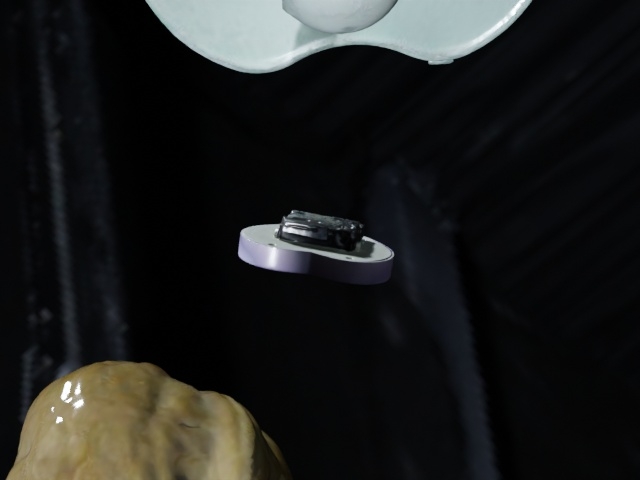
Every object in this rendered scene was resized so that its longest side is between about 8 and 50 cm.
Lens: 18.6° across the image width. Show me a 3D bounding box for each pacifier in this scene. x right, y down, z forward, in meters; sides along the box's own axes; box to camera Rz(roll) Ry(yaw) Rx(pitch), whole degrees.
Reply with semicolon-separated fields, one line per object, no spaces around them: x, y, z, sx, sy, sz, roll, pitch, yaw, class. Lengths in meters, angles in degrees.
0.016;-0.245;1.473;0.269;0.343;0.288;-94;-3;-67;pacifier

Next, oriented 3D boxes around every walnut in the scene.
-0.161;0.265;1.863;0.296;0.285;0.285;46;-154;-34;walnut

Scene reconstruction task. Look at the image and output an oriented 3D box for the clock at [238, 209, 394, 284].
0.000;0.000;2.504;0.198;0.064;0.172;11;-166;8;clock
